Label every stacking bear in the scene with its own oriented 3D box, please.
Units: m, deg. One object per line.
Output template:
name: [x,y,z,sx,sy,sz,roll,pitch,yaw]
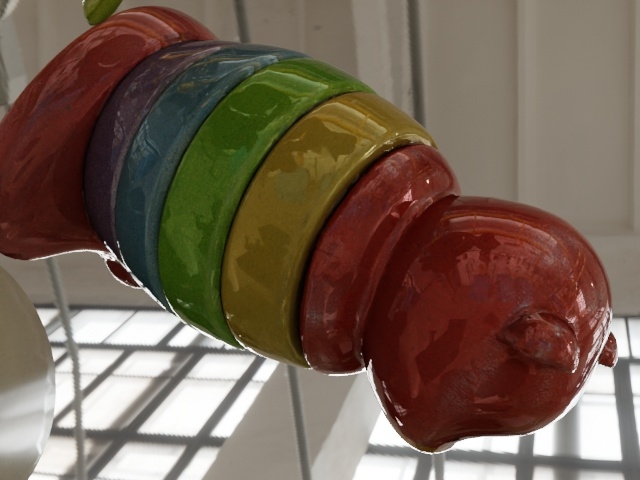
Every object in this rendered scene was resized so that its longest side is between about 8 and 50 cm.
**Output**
stacking bear: [0.000,0.000,0.422,0.289,0.175,0.164,27,-88,29]

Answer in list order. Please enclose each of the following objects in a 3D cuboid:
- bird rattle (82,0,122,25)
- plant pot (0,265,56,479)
bird rattle: [-0.047,-0.221,0.317,0.253,0.207,0.143,-40,-46,1]
plant pot: [-0.316,0.109,0.505,0.256,0.274,0.256,0,-92,-6]
